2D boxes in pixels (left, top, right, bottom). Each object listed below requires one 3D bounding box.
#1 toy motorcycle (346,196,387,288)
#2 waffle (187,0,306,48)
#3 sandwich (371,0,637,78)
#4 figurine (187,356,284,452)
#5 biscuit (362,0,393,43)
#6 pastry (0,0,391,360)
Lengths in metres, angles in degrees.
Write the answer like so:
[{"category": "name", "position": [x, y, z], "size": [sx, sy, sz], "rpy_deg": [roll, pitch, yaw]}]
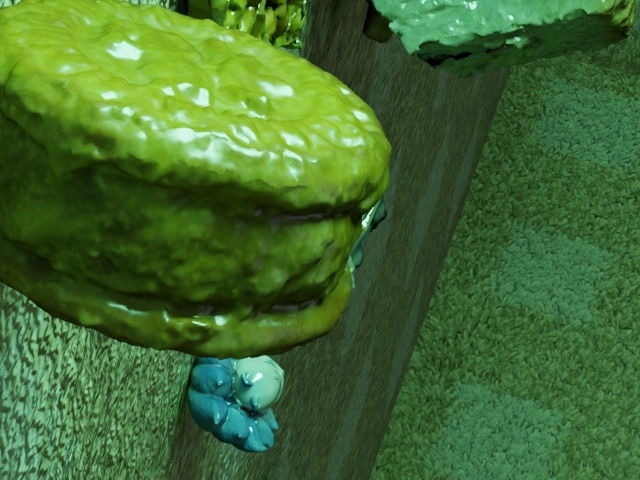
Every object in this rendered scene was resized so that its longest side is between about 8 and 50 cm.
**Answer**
[{"category": "toy motorcycle", "position": [0.001, 0.000, 1.484], "size": [0.229, 0.094, 0.129], "rpy_deg": [119, -4, -66]}, {"category": "waffle", "position": [-0.025, -0.219, 0.996], "size": [0.254, 0.052, 0.245], "rpy_deg": [-44, 151, -71]}, {"category": "sandwich", "position": [0.146, -0.289, 1.249], "size": [0.131, 0.262, 0.325], "rpy_deg": [-11, 119, -71]}, {"category": "figurine", "position": [-0.069, 0.124, 1.260], "size": [0.114, 0.079, 0.114], "rpy_deg": [-10, 90, -80]}, {"category": "biscuit", "position": [0.086, -0.301, 1.455], "size": [0.184, 0.035, 0.248], "rpy_deg": [115, -12, -51]}, {"category": "pastry", "position": [-0.062, -0.031, 0.665], "size": [0.189, 0.189, 0.103], "rpy_deg": [-53, 163, -67]}]
